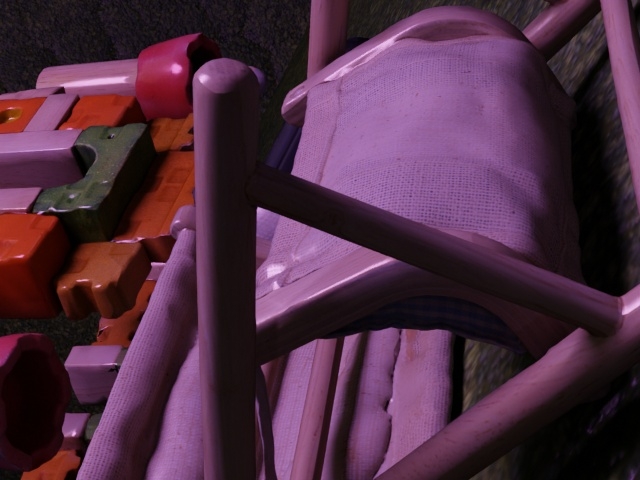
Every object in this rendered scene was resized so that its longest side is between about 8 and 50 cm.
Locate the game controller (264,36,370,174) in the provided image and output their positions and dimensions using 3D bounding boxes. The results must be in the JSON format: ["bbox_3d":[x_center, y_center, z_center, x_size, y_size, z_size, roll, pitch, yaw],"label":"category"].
[{"bbox_3d":[-0.023,-0.085,1.294,0.319,0.067,0.166,-61,-5,16],"label":"game controller"}]

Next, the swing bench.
[{"bbox_3d":[0.015,0.004,0.481,0.253,0.165,0.255,-78,11,-53],"label":"swing bench"}]

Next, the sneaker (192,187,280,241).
[{"bbox_3d":[0.000,0.000,0.835,0.262,0.121,0.099,3,-104,-80],"label":"sneaker"}]

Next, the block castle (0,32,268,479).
[{"bbox_3d":[-0.156,0.060,0.908,0.453,0.212,0.303,-71,-28,-48],"label":"block castle"}]
